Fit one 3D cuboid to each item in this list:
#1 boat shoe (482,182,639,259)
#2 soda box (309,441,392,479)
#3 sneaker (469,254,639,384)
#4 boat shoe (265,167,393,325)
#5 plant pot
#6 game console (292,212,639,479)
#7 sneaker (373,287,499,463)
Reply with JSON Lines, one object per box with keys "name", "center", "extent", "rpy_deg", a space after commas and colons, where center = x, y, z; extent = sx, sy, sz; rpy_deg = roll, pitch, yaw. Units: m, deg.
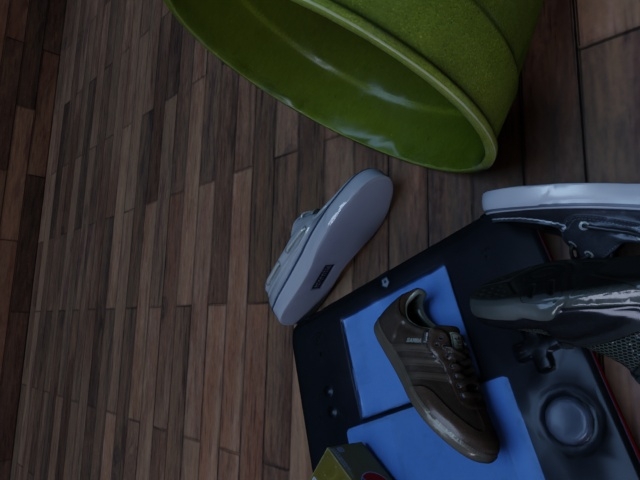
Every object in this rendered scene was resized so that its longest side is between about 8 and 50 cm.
{"name": "boat shoe", "center": [0.255, -0.009, 0.441], "extent": [0.229, 0.080, 0.075], "rpy_deg": [4, 92, 31]}
{"name": "soda box", "center": [0.064, 0.297, 0.519], "extent": [0.181, 0.058, 0.061], "rpy_deg": [40, 111, 44]}
{"name": "sneaker", "center": [0.237, 0.078, 0.401], "extent": [0.228, 0.087, 0.130], "rpy_deg": [-7, 105, 32]}
{"name": "boat shoe", "center": [0.000, 0.000, 0.709], "extent": [0.088, 0.096, 0.267], "rpy_deg": [52, 127, 34]}
{"name": "plant pot", "center": [0.087, -0.309, 0.520], "extent": [0.367, 0.367, 0.352], "rpy_deg": [29, 92, 46]}
{"name": "game console", "center": [0.118, 0.187, 0.567], "extent": [0.387, 0.060, 0.341], "rpy_deg": [-35, 59, 36]}
{"name": "sneaker", "center": [0.119, 0.123, 0.503], "extent": [0.071, 0.066, 0.188], "rpy_deg": [-56, 43, 19]}
